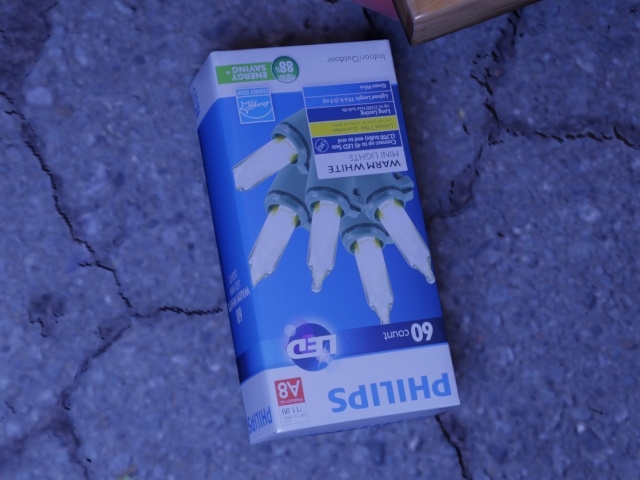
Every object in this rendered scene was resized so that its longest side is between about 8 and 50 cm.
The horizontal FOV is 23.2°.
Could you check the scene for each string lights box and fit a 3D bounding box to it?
[{"bbox_3d":[0.000,0.000,1.070,0.133,0.077,0.260,-7,78,-18],"label":"string lights box"}]

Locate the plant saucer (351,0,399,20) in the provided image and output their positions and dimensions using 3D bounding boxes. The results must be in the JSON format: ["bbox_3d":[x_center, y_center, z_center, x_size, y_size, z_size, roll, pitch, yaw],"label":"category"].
[{"bbox_3d":[-0.005,-0.330,1.173,0.258,0.048,0.259,23,70,-9],"label":"plant saucer"}]

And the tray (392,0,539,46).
[{"bbox_3d":[0.220,-0.307,1.103,0.410,0.076,0.203,-20,82,-3],"label":"tray"}]
